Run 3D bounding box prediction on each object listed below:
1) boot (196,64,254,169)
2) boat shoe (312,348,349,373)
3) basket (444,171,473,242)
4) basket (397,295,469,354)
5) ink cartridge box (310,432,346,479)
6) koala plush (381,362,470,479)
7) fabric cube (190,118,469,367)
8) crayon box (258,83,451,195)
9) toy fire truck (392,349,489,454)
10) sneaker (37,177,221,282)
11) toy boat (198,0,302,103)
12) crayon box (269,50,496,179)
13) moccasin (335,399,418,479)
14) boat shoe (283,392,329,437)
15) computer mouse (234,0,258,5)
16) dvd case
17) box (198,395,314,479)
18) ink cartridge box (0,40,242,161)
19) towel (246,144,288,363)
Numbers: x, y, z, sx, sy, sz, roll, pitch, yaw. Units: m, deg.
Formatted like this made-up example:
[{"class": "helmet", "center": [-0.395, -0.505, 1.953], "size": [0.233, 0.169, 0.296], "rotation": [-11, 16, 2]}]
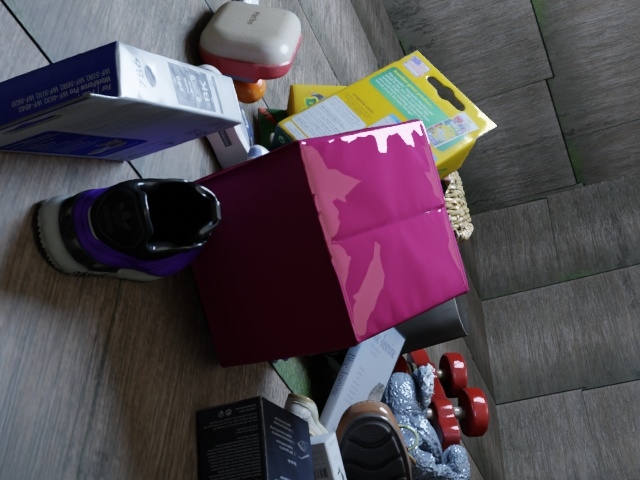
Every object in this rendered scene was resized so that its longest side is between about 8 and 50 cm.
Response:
[{"class": "boot", "center": [-0.150, -0.194, 1.315], "size": [0.086, 0.069, 0.190], "rotation": [-90, 167, -52]}, {"class": "boat shoe", "center": [0.039, 0.154, 1.522], "size": [0.340, 0.113, 0.127], "rotation": [52, 29, -52]}, {"class": "basket", "center": [0.139, -0.018, 1.665], "size": [0.213, 0.299, 0.223], "rotation": [51, 25, -58]}, {"class": "basket", "center": [0.179, 0.156, 1.768], "size": [0.204, 0.227, 0.154], "rotation": [-50, 123, -69]}, {"class": "ink cartridge box", "center": [-0.015, 0.349, 1.216], "size": [0.056, 0.099, 0.135], "rotation": [-10, 87, -74]}, {"class": "koala plush", "center": [0.152, 0.344, 1.609], "size": [0.203, 0.196, 0.221], "rotation": [36, 45, -49]}, {"class": "fabric cube", "center": [0.000, 0.000, 1.157], "size": [0.258, 0.254, 0.259], "rotation": [-17, 92, -47]}, {"class": "crayon box", "center": [0.055, -0.170, 1.518], "size": [0.081, 0.318, 0.202], "rotation": [107, -21, -59]}, {"class": "toy fire truck", "center": [0.228, 0.388, 1.845], "size": [0.302, 0.169, 0.254], "rotation": [-111, -156, -60]}, {"class": "sneaker", "center": [-0.167, -0.015, 0.960], "size": [0.293, 0.146, 0.102], "rotation": [-7, 83, -72]}, {"class": "toy boat", "center": [-0.115, -0.299, 1.429], "size": [0.231, 0.151, 0.151], "rotation": [-76, 177, -56]}, {"class": "crayon box", "center": [0.105, -0.164, 1.418], "size": [0.203, 0.323, 0.083], "rotation": [48, -31, 17]}, {"class": "moccasin", "center": [0.094, 0.380, 1.391], "size": [0.147, 0.139, 0.380], "rotation": [-87, 164, -48]}, {"class": "boat shoe", "center": [-0.027, 0.296, 1.304], "size": [0.059, 0.063, 0.170], "rotation": [-61, 148, -33]}, {"class": "computer mouse", "center": [-0.131, -0.438, 1.600], "size": [0.106, 0.042, 0.193], "rotation": [-17, 92, -72]}, {"class": "dvd case", "center": [0.071, 0.252, 1.488], "size": [0.253, 0.022, 0.180], "rotation": [-66, 150, -14]}, {"class": "box", "center": [-0.076, 0.294, 1.080], "size": [0.156, 0.093, 0.158], "rotation": [46, 32, -58]}, {"class": "ink cartridge box", "center": [-0.216, -0.134, 0.873], "size": [0.332, 0.165, 0.065], "rotation": [-15, 90, -74]}, {"class": "towel", "center": [-0.077, 0.021, 1.315], "size": [0.209, 0.034, 0.285], "rotation": [51, 41, -52]}]
